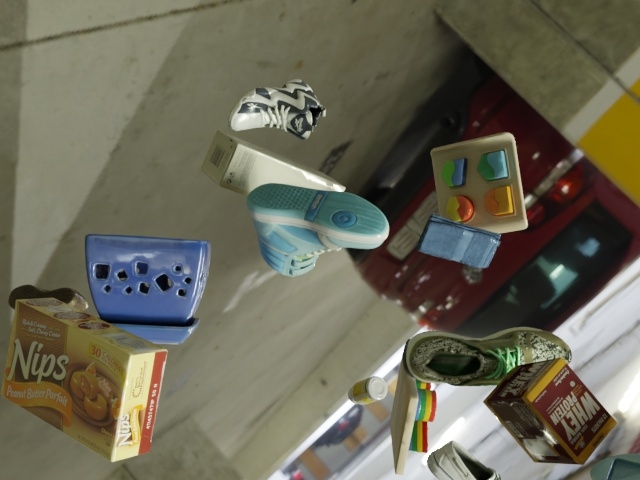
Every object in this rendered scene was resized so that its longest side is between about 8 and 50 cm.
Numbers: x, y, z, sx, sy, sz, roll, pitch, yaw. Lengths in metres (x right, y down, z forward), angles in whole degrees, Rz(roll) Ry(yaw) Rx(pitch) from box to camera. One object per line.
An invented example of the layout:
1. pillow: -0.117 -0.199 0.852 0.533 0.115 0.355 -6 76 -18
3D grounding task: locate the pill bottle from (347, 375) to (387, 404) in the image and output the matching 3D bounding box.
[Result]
1. pill bottle: 0.123 0.406 2.136 0.065 0.065 0.116 -35 -179 -37

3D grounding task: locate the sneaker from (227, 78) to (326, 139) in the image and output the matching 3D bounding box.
1. sneaker: -0.091 -0.294 1.892 0.235 0.153 0.094 -21 139 -32

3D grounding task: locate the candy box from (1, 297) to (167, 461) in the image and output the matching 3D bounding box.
1. candy box: -0.412 0.228 1.363 0.088 0.317 0.182 3 102 -54

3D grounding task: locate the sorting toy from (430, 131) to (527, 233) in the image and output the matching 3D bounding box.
1. sorting toy: 0.334 -0.112 1.701 0.193 0.208 0.038 -10 180 34

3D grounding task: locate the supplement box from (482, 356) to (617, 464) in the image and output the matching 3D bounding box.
1. supplement box: 0.505 0.381 1.767 0.129 0.191 0.194 -41 -179 -22

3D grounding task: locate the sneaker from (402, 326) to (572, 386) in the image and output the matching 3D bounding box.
1. sneaker: 0.409 0.302 1.926 0.411 0.158 0.182 -4 -176 3

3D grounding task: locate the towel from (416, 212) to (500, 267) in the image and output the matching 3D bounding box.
1. towel: 0.214 0.003 1.235 0.029 0.120 0.067 -86 -166 -54

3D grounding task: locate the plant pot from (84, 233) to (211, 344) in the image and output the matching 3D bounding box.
1. plant pot: -0.349 0.097 1.620 0.236 0.236 0.212 171 -77 -86

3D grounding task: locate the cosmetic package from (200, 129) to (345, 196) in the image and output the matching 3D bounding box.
1. cosmetic package: -0.115 -0.152 1.930 0.113 0.310 0.160 -64 -150 8

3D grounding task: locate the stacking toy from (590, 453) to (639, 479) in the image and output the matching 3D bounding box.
1. stacking toy: 0.639 0.427 1.379 0.280 0.130 0.309 -15 -174 -9

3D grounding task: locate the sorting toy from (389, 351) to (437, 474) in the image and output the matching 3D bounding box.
1. sorting toy: 0.269 0.496 2.289 0.255 0.089 0.257 -87 -176 -68

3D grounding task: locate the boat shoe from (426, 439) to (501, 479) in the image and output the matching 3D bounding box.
1. boat shoe: 0.307 0.467 1.505 0.076 0.226 0.083 -48 -169 27

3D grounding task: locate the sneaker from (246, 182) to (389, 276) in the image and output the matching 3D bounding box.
1. sneaker: 0.000 0.000 1.711 0.127 0.319 0.208 -52 149 -41

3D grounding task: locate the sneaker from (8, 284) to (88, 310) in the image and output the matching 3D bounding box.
1. sneaker: -0.609 0.142 1.778 0.071 0.188 0.066 50 45 -57
